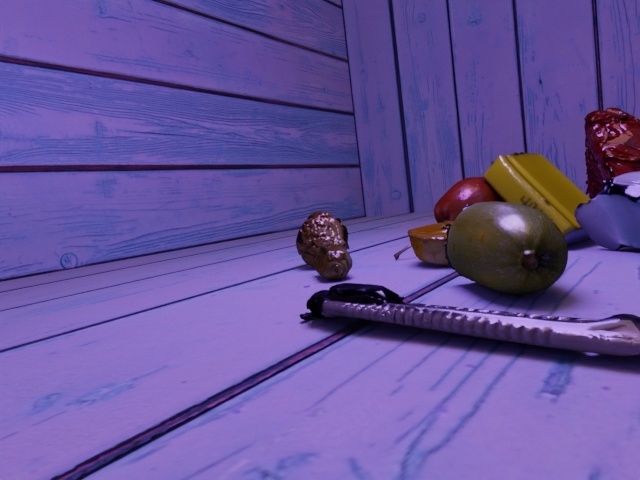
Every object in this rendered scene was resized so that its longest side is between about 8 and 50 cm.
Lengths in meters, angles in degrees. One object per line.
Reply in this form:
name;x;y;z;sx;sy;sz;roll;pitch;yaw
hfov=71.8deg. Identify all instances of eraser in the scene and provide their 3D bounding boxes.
eraser;0.458;-0.088;0.902;0.158;0.226;0.069;-8;-39;-33

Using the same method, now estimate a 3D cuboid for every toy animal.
toy animal;0.553;-0.056;0.726;0.179;0.138;0.166;-12;22;-6

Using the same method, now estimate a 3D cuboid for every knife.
knife;0.118;0.068;0.433;0.365;0.043;0.089;-2;8;44

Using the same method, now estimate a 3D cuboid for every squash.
squash;0.233;0.008;0.551;0.123;0.123;0.186;-7;4;2

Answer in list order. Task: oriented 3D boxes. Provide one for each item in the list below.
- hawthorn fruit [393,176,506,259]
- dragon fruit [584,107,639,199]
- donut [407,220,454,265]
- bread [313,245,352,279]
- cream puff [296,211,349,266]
hawthorn fruit;0.283;-0.042;0.972;0.285;0.165;0.165;-20;9;-22
dragon fruit;0.700;-0.156;1.041;0.302;0.330;0.240;-13;-14;-41
donut;0.253;0.003;0.839;0.178;0.065;0.162;-13;12;-27
bread;0.023;0.040;0.816;0.066;0.060;0.110;-23;6;-7
cream puff;0.000;0.000;0.977;0.104;0.119;0.133;30;19;-29
